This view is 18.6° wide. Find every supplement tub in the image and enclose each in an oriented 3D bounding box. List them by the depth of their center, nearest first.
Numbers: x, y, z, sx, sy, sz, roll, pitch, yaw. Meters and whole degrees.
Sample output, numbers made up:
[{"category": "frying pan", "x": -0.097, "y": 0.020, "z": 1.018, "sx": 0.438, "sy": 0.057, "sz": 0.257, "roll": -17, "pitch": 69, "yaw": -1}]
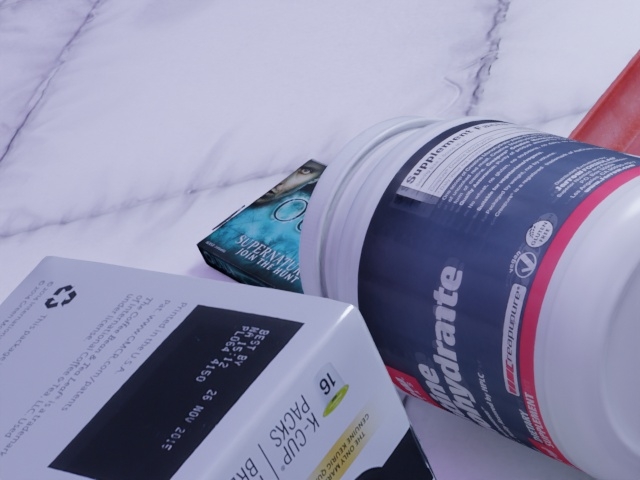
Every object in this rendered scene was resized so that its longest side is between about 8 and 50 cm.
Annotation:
[{"category": "supplement tub", "x": 0.132, "y": 0.027, "z": 1.219, "sx": 0.191, "sy": 0.191, "sz": 0.272, "roll": -40, "pitch": 33, "yaw": -23}]

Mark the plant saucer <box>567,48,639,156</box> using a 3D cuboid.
[{"category": "plant saucer", "x": 0.328, "y": -0.096, "z": 1.406, "sx": 0.259, "sy": 0.048, "sz": 0.258, "roll": 5, "pitch": 43, "yaw": 42}]

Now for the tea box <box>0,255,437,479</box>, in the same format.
[{"category": "tea box", "x": -0.095, "y": 0.238, "z": 0.932, "sx": 0.220, "sy": 0.324, "sz": 0.329, "roll": 7, "pitch": 43, "yaw": 41}]

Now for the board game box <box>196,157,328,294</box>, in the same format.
[{"category": "board game box", "x": 0.000, "y": 0.000, "z": 1.516, "sx": 0.126, "sy": 0.026, "sz": 0.186, "roll": -38, "pitch": 33, "yaw": -19}]
